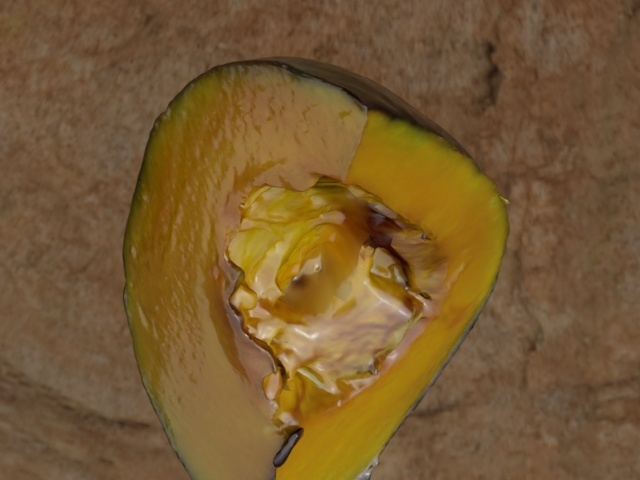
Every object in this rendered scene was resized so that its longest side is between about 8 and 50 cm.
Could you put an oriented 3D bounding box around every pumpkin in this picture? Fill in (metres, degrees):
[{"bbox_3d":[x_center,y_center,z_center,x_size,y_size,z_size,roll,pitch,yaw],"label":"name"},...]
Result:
[{"bbox_3d":[0.000,0.000,0.683,0.148,0.169,0.312,40,137,24],"label":"pumpkin"}]
